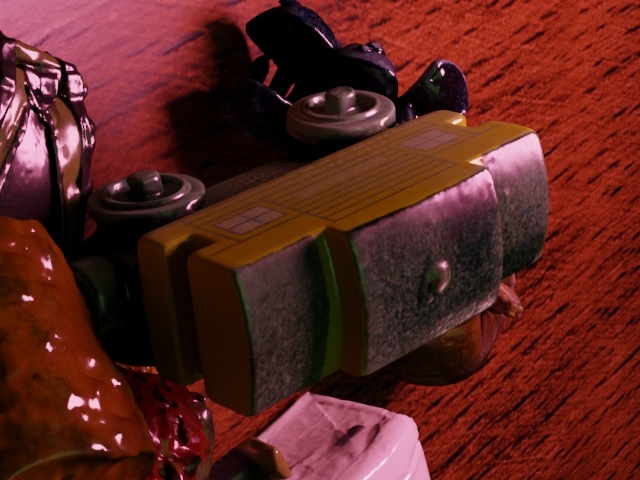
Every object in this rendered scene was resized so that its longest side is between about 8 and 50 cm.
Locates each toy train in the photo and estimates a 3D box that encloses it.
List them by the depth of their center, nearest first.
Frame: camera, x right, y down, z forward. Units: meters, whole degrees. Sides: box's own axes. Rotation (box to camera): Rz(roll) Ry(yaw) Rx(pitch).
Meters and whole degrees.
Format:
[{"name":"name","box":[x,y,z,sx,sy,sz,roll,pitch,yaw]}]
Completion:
[{"name":"toy train","box":[0.000,0.000,1.335,0.442,0.272,0.179,-25,120,-38]}]

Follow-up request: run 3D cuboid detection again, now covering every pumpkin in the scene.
[{"name":"pumpkin","box":[0.152,0.057,1.838,0.260,0.189,0.260,7,90,-65]}]

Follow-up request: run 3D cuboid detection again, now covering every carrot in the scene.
[{"name":"carrot","box":[-0.248,0.153,1.122,0.241,0.241,0.341,8,51,-54]}]

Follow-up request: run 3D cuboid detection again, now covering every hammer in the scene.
[{"name":"hammer","box":[-0.131,0.278,1.508,0.226,0.158,0.041,-43,131,-22]}]

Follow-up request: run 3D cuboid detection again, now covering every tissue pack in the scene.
[{"name":"tissue pack","box":[0.009,0.383,1.719,0.266,0.194,0.356,-38,124,-43]}]

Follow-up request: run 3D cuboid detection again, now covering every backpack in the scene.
[{"name":"backpack","box":[-0.281,-0.049,1.281,0.207,0.140,0.253,16,87,-56]}]

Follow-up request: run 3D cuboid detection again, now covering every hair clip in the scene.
[{"name":"hair clip","box":[0.032,-0.107,1.645,0.310,0.206,0.194,47,60,-48]}]

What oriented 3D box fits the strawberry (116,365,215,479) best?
[{"name":"strawberry","box":[-0.232,0.231,1.328,0.288,0.250,0.239,0,104,-14]}]

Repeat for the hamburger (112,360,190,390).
[{"name":"hamburger","box":[-0.175,0.166,1.513,0.137,0.087,0.166,-16,110,-52]}]
